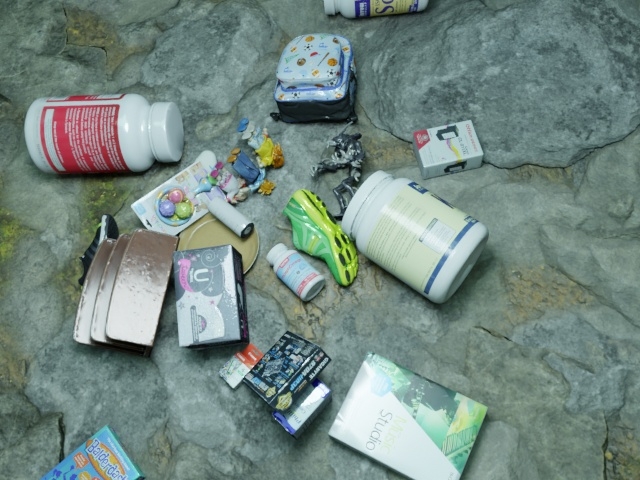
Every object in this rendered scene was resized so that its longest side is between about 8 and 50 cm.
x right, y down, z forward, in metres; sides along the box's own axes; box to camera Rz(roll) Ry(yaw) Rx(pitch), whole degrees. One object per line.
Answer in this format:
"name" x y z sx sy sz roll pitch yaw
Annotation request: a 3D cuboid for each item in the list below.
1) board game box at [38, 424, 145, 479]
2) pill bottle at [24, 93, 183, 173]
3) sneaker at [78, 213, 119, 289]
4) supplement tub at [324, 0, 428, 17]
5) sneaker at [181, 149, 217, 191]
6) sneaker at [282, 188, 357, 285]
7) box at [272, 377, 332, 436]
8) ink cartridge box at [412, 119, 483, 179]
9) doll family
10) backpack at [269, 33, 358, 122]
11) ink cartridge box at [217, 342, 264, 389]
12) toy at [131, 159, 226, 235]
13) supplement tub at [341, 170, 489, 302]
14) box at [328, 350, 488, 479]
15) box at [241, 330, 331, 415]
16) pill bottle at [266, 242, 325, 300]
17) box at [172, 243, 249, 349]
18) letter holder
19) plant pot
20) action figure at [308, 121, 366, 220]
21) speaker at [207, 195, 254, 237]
"board game box" -0.560 0.584 1.547 0.210 0.047 0.160 -40 68 -13
"pill bottle" -0.624 -0.313 1.867 0.407 0.229 0.229 -1 65 5
"sneaker" -0.636 0.031 1.789 0.097 0.084 0.235 -3 65 6
"supplement tub" 0.171 -0.843 2.027 0.331 0.241 0.241 -5 65 4
"sneaker" -0.374 -0.172 1.857 0.085 0.086 0.237 20 67 16
"sneaker" 0.000 0.000 1.743 0.123 0.109 0.296 -40 74 31
"box" -0.042 0.402 1.536 0.072 0.126 0.137 39 74 17
"ink cartridge box" 0.366 -0.264 1.832 0.175 0.072 0.128 -13 64 0
"doll family" -0.187 -0.218 1.826 0.118 0.163 0.263 7 62 44
"backpack" -0.012 -0.502 1.916 0.276 0.213 0.264 4 55 11
"ink cartridge box" -0.203 0.322 1.642 0.063 0.029 0.115 40 75 21
"toy" -0.388 -0.111 1.771 0.237 0.056 0.137 -39 101 -23
"supplement tub" 0.240 -0.015 1.641 0.324 0.235 0.235 34 73 19
"box" 0.211 0.440 1.532 0.321 0.058 0.232 23 70 14
"box" -0.087 0.314 1.541 0.175 0.220 0.051 -46 109 -15
"pill bottle" -0.069 0.082 1.708 0.087 0.087 0.160 -43 68 -14
"box" -0.284 0.149 1.644 0.163 0.142 0.248 -7 76 2
"letter holder" -0.512 0.126 1.657 0.214 0.152 0.302 15 65 -14
"plant pot" -0.287 0.021 1.789 0.236 0.032 0.237 -2 66 5
"action figure" 0.058 -0.206 1.790 0.140 0.164 0.276 2 70 -30
"speaker" -0.252 -0.066 1.777 0.136 0.055 0.055 37 74 20
